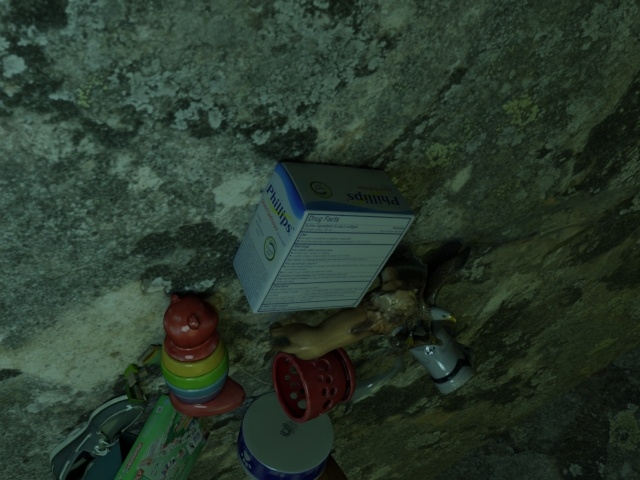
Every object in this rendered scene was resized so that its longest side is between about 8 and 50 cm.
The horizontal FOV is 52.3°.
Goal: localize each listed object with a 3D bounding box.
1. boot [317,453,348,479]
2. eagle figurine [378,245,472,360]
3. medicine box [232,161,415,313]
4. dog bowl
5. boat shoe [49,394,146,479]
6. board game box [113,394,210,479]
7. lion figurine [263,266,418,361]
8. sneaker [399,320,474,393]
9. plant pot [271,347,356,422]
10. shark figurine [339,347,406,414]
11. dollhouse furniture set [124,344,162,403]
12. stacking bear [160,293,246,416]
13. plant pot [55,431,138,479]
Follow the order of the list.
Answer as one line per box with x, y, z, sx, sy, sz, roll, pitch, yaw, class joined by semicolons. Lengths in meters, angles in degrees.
-0.076;0.647;1.933;0.264;0.280;0.096;6;131;-38;boot
0.269;0.145;1.693;0.226;0.225;0.298;-42;136;-65;eagle figurine
0.000;0.000;1.337;0.264;0.149;0.289;1;134;-34;medicine box
-0.099;0.559;1.830;0.265;0.265;0.104;-9;136;-25;dog bowl
-0.538;0.496;1.604;0.319;0.099;0.116;-39;142;13;boat shoe
-0.410;0.579;1.635;0.317;0.046;0.213;-64;145;-32;board game box
0.042;0.204;1.531;0.392;0.142;0.240;-32;-172;-5;lion figurine
0.352;0.312;1.955;0.137;0.210;0.366;-36;177;10;sneaker
-0.011;0.366;1.727;0.174;0.191;0.191;-12;140;-29;plant pot
0.128;0.417;1.960;0.278;0.116;0.166;-36;177;21;shark figurine
-0.399;0.310;1.512;0.152;0.058;0.076;-45;141;20;dollhouse furniture set
-0.277;0.243;1.446;0.164;0.175;0.289;-21;134;-23;stacking bear
-0.566;0.639;1.712;0.234;0.165;0.165;-29;144;9;plant pot
